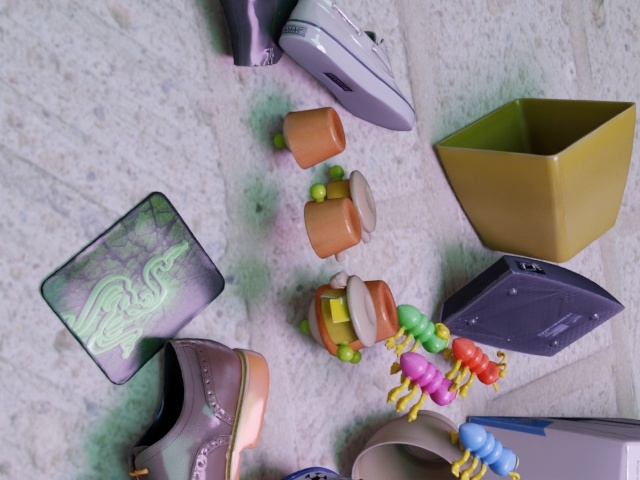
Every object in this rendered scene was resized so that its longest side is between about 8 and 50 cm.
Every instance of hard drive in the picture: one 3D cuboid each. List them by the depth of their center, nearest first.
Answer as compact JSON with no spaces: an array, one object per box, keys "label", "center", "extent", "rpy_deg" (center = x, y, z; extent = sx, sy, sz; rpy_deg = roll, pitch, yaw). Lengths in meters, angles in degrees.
[{"label":"hard drive","center":[0.312,0.099,1.303],"extent":[0.255,0.172,0.054],"rpy_deg":[16,45,-35]}]

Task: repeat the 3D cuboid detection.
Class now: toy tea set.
[{"label":"toy tea set","center":[0.000,0.000,1.111],"extent":[0.200,0.124,0.336],"rpy_deg":[34,43,-65]}]

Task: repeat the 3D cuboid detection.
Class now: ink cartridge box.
[{"label":"ink cartridge box","center":[0.454,0.359,1.312],"extent":[0.395,0.285,0.166],"rpy_deg":[9,82,-36]}]

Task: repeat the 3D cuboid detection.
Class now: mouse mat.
[{"label":"mouse mat","center":[-0.211,0.053,1.017],"extent":[0.190,0.007,0.152],"rpy_deg":[-44,113,-28]}]

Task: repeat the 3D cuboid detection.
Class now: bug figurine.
[{"label":"bug figurine","center":[0.177,0.187,1.158],"extent":[0.216,0.072,0.279],"rpy_deg":[39,24,-15]}]

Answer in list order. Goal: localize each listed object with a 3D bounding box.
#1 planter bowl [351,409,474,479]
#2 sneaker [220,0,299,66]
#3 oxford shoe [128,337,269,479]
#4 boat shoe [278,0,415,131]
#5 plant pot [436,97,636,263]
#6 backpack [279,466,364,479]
[{"label":"planter bowl","center":[0.134,0.298,1.179],"extent":[0.162,0.162,0.109],"rpy_deg":[60,31,-18]},{"label":"sneaker","center":[-0.046,-0.298,1.121],"extent":[0.222,0.083,0.118],"rpy_deg":[-28,125,-42]},{"label":"oxford shoe","center":[-0.162,0.287,0.976],"extent":[0.133,0.130,0.363],"rpy_deg":[22,64,-28]},{"label":"boat shoe","center":[0.049,-0.230,1.136],"extent":[0.267,0.096,0.088],"rpy_deg":[31,77,-44]},{"label":"plant pot","center":[0.331,-0.086,1.304],"extent":[0.212,0.212,0.187],"rpy_deg":[-30,117,-33]},{"label":"backpack","center":[0.007,0.406,1.036],"extent":[0.276,0.213,0.263],"rpy_deg":[-38,118,-37]}]
